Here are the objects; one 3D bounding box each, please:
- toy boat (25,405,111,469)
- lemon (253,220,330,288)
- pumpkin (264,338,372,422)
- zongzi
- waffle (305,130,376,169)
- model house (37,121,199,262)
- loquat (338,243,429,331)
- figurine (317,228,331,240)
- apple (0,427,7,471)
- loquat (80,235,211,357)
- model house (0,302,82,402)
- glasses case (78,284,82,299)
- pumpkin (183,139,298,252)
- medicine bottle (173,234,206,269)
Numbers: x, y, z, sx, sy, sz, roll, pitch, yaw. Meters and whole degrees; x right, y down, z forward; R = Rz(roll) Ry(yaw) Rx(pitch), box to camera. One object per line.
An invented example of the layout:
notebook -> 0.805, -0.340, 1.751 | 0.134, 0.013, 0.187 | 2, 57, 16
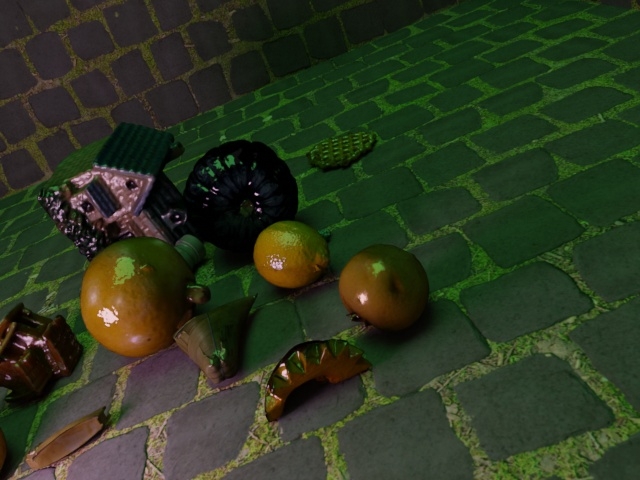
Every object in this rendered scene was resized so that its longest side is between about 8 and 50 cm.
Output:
toy boat -> -0.602, 0.473, 1.388 | 0.206, 0.065, 0.072 | -31, 13, -17
lemon -> -0.080, 0.040, 1.599 | 0.256, 0.188, 0.188 | 2, 38, 32
pumpkin -> -0.037, 0.262, 1.266 | 0.253, 0.131, 0.149 | -28, 30, -5
zongzi -> -0.218, 0.237, 1.467 | 0.256, 0.115, 0.228 | -27, 31, -26
waffle -> 0.079, -0.361, 2.272 | 0.291, 0.051, 0.291 | -15, 33, 10
model house -> -0.619, -0.140, 1.966 | 0.399, 0.446, 0.395 | -24, 29, 9
loquat -> 0.144, 0.110, 1.324 | 0.207, 0.208, 0.208 | -17, 30, 10
figurine -> 0.000, 0.000, 1.753 | 0.059, 0.047, 0.106 | 24, 38, 14
apple -> -0.911, 0.503, 1.342 | 0.298, 0.275, 0.299 | -22, 26, 11
loquat -> -0.463, 0.149, 1.552 | 0.359, 0.329, 0.328 | -3, 34, 17
model house -> -0.815, 0.328, 1.643 | 0.229, 0.220, 0.199 | 20, 17, -14
glasses case -> -0.743, 0.191, 1.929 | 0.109, 0.067, 0.282 | -36, 30, -11
pumpkin -> -0.246, -0.139, 1.830 | 0.363, 0.364, 0.266 | -24, 22, -1
medicine bottle -> -0.465, 0.069, 1.899 | 0.105, 0.105, 0.168 | 1, 38, 36
